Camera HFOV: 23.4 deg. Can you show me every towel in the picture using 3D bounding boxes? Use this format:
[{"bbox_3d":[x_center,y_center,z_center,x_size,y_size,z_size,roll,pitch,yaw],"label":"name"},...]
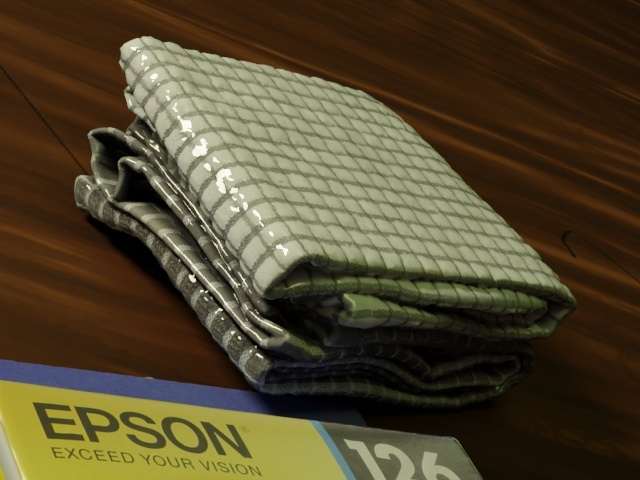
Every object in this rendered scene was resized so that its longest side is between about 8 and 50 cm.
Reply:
[{"bbox_3d":[0.000,0.000,1.012,0.283,0.121,0.235,7,35,-47],"label":"towel"}]

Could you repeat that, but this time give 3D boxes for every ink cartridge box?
[{"bbox_3d":[-0.023,0.149,0.763,0.303,0.072,0.307,11,32,-36],"label":"ink cartridge box"}]
